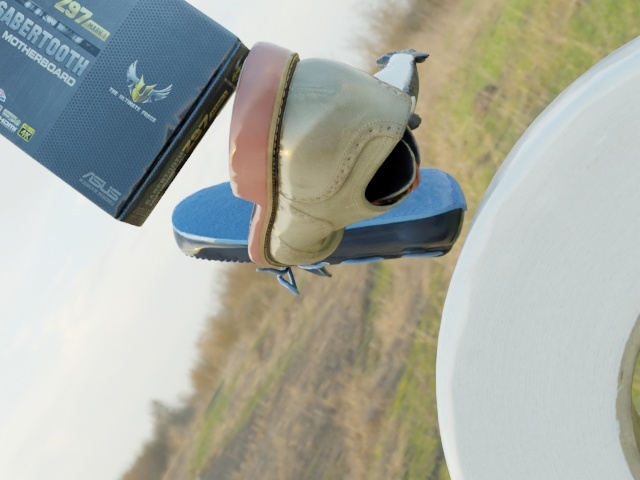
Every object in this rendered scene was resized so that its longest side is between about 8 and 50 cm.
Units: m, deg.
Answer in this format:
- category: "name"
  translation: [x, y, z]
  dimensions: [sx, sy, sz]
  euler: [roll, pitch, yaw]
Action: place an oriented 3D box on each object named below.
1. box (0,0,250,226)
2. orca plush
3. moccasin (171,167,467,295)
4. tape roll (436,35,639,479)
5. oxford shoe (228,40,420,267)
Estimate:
- category: "box"
  translation: [-0.199, -0.150, 0.877]
  dimensions: [0.183, 0.233, 0.059]
  euler: [-54, -11, 2]
- category: "orca plush"
  translation: [0.065, -0.173, 1.435]
  dimensions: [0.287, 0.151, 0.102]
  euler: [-74, -5, -51]
- category: "moccasin"
  translation: [0.000, 0.000, 1.192]
  dimensions: [0.137, 0.342, 0.116]
  euler: [-88, -5, -45]
- category: "tape roll"
  translation: [0.250, 0.066, 0.498]
  dimensions: [0.392, 0.392, 0.072]
  euler: [-60, -4, 21]
- category: "oxford shoe"
  translation: [0.012, -0.039, 0.811]
  dimensions: [0.348, 0.130, 0.123]
  euler: [73, -152, -78]
